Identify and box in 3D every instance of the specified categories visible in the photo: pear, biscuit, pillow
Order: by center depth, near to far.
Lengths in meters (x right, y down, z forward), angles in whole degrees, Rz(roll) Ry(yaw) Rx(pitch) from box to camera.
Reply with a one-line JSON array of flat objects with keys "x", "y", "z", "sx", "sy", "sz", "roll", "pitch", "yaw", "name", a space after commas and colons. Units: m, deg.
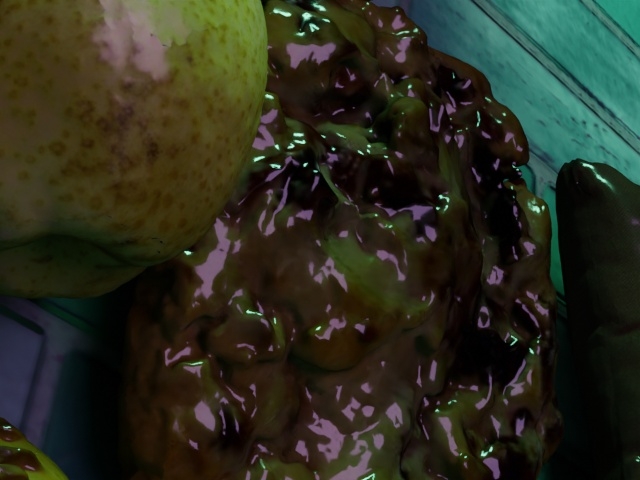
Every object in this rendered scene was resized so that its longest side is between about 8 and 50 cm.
[{"x": -0.101, "y": -0.063, "z": 0.533, "sx": 0.178, "sy": 0.178, "sz": 0.178, "roll": 25, "pitch": 54, "yaw": -40, "name": "pear"}, {"x": 0.032, "y": 0.043, "z": 0.671, "sx": 0.289, "sy": 0.081, "sz": 0.334, "roll": 12, "pitch": 76, "yaw": -45, "name": "biscuit"}, {"x": 0.267, "y": 0.127, "z": 0.916, "sx": 0.308, "sy": 0.108, "sz": 0.305, "roll": 23, "pitch": 53, "yaw": -41, "name": "pillow"}]

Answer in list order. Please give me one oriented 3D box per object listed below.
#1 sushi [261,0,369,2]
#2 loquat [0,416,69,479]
[{"x": -0.023, "y": -0.220, "z": 0.729, "sx": 0.274, "sy": 0.139, "sz": 0.184, "roll": 16, "pitch": 63, "yaw": -48, "name": "sushi"}, {"x": -0.139, "y": 0.112, "z": 0.431, "sx": 0.141, "sy": 0.141, "sz": 0.141, "roll": 25, "pitch": 54, "yaw": -40, "name": "loquat"}]
